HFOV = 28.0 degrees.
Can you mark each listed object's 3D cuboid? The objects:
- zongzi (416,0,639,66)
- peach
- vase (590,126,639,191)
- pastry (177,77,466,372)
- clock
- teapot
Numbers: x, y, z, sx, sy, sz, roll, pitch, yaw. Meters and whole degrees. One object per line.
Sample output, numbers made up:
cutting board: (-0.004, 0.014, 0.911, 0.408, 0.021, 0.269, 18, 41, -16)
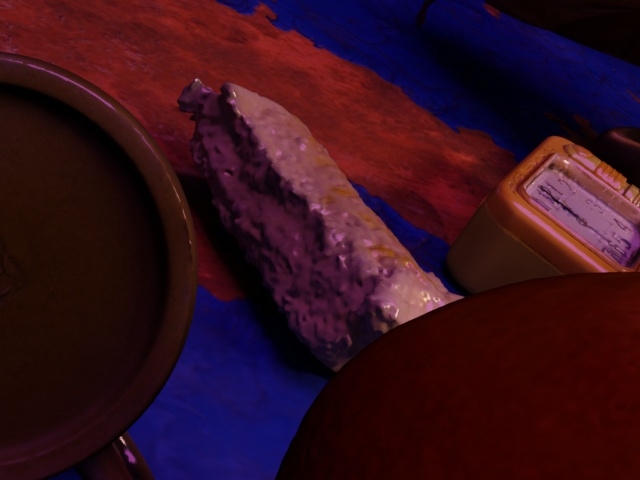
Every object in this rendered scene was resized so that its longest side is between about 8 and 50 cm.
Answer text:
zongzi: (0.296, -0.273, 1.160, 0.499, 0.218, 0.467, 16, 5, 10)
peach: (0.132, 0.158, 0.473, 0.332, 0.308, 0.307, 10, 12, 37)
vase: (0.405, -0.034, 1.183, 0.329, 0.241, 0.302, 20, 18, -2)
pastry: (0.003, -0.001, 0.844, 0.121, 0.089, 0.258, 6, 39, -46)
clock: (0.198, 0.001, 1.036, 0.143, 0.096, 0.202, 40, 29, 7)
teapot: (-0.146, 0.020, 0.592, 0.268, 0.185, 0.175, 61, -5, -8)
